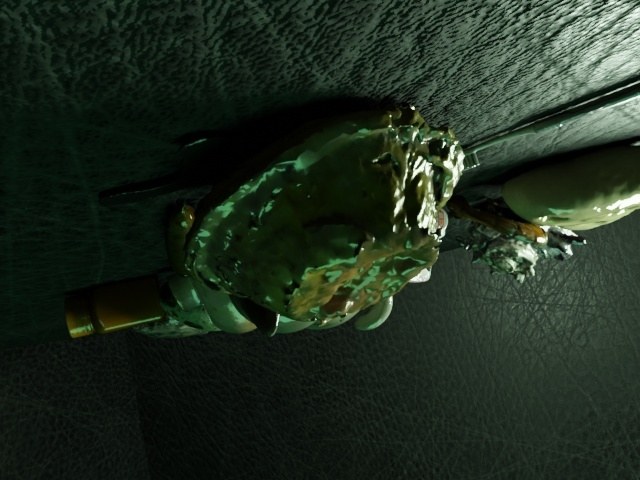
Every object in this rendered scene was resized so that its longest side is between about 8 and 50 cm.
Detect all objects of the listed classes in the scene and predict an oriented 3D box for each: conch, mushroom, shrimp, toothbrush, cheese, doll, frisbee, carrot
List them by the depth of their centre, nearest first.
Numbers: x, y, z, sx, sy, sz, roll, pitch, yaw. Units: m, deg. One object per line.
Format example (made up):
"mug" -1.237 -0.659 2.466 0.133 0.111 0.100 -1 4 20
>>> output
"frisbee" -0.132 -0.070 0.596 0.211 0.012 0.187 -19 171 36
"toothbrush" 0.316 -0.153 0.679 0.353 0.029 0.024 -19 -176 34
"carrot" -0.202 -0.005 0.786 0.078 0.078 0.298 -11 166 -13
"doll" -0.032 0.059 0.943 0.226 0.215 0.370 16 179 31
"cheese" 0.509 -0.091 1.106 0.328 0.130 0.351 -8 171 -12
"mushroom" -0.195 0.106 1.110 0.236 0.173 0.162 -18 166 -2
"shrimp" 0.371 -0.058 1.174 0.222 0.054 0.290 18 -164 -6
"conch" 0.525 0.001 1.391 0.312 0.241 0.186 -15 -165 23

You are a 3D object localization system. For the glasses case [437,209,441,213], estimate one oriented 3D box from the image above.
"glasses case" 0.172 -0.050 1.149 0.169 0.041 0.064 -19 -178 35

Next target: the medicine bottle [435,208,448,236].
"medicine bottle" 0.230 -0.027 1.262 0.115 0.078 0.219 0 170 -13

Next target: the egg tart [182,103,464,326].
"egg tart" 0.022 -0.003 0.605 0.351 0.150 0.352 -23 157 -10

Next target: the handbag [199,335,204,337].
"handbag" -0.450 0.273 1.926 0.274 0.178 0.302 -11 172 -14

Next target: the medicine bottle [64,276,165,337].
"medicine bottle" -0.505 0.167 1.305 0.222 0.112 0.149 -11 172 -17

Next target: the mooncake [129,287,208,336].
"mooncake" -0.431 0.213 1.525 0.254 0.136 0.250 -4 163 8

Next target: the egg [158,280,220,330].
"egg" -0.270 0.134 1.270 0.231 0.169 0.169 -1 169 -17

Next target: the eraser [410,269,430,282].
"eraser" 0.116 0.051 1.310 0.174 0.095 0.270 17 170 -43
